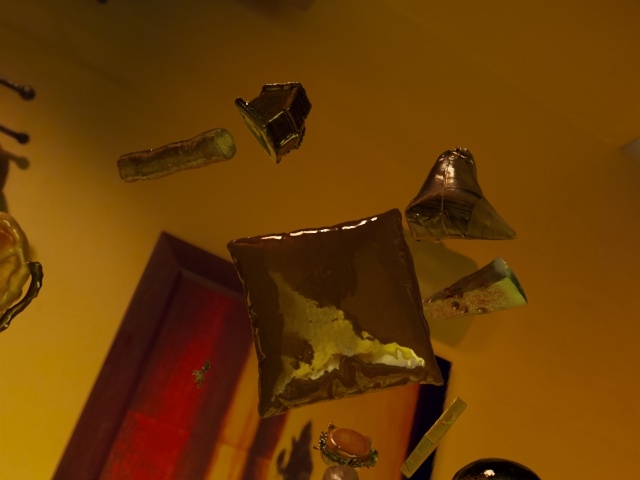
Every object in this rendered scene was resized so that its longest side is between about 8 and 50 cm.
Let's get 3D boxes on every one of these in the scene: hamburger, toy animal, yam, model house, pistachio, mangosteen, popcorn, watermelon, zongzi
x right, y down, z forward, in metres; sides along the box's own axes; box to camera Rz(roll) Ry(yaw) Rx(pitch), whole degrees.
[{"bbox_3d":[0.077,0.632,2.029,0.164,0.189,0.093,-42,150,-68],"label":"hamburger"},{"bbox_3d":[-0.284,0.314,1.584,0.050,0.028,0.084,-25,-151,29],"label":"toy animal"},{"bbox_3d":[-0.259,-0.144,1.188,0.253,0.061,0.061,-8,-128,32],"label":"yam"},{"bbox_3d":[-0.089,-0.285,1.586,0.152,0.165,0.106,-37,-130,-8],"label":"model house"},{"bbox_3d":[0.052,0.650,1.767,0.108,0.126,0.185,-38,174,7],"label":"pistachio"},{"bbox_3d":[0.370,0.561,1.384,0.243,0.243,0.243,-53,-159,30],"label":"mangosteen"},{"bbox_3d":[-0.738,0.071,1.388,0.349,0.381,0.349,4,90,-76],"label":"popcorn"},{"bbox_3d":[0.363,0.124,1.669,0.241,0.094,0.154,-25,-152,11],"label":"watermelon"},{"bbox_3d":[0.383,-0.110,1.661,0.300,0.145,0.274,6,-128,40],"label":"zongzi"}]

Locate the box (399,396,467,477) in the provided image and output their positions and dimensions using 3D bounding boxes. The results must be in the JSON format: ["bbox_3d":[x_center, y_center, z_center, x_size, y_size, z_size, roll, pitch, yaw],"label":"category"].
[{"bbox_3d":[0.307,0.544,1.861,0.153,0.041,0.279,-39,158,-31],"label":"box"}]

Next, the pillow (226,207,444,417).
[{"bbox_3d":[0.021,0.117,1.124,0.108,0.305,0.308,92,-14,-73],"label":"pillow"}]
